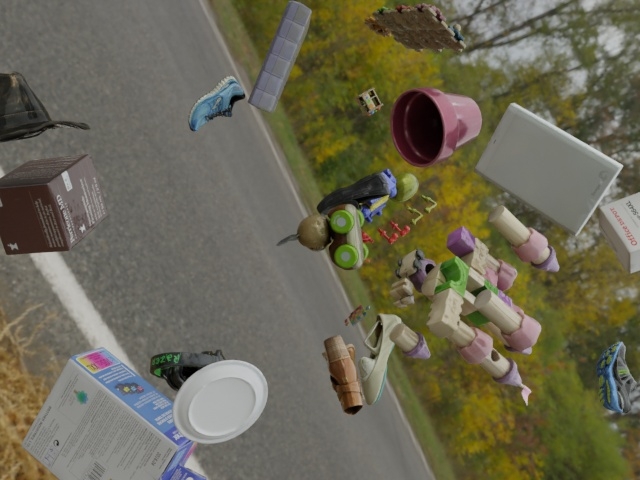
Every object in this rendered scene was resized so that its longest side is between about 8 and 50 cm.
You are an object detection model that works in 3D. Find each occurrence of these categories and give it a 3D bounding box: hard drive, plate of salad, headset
[{"bbox_3d":[0.558,-0.179,1.776,0.307,0.203,0.040,38,32,23],"label":"hard drive"},{"bbox_3d":[-0.203,0.322,1.438,0.048,0.200,0.200,45,-15,55],"label":"plate of salad"},{"bbox_3d":[-0.425,0.484,2.503,0.394,0.243,0.185,32,51,-54],"label":"headset"}]

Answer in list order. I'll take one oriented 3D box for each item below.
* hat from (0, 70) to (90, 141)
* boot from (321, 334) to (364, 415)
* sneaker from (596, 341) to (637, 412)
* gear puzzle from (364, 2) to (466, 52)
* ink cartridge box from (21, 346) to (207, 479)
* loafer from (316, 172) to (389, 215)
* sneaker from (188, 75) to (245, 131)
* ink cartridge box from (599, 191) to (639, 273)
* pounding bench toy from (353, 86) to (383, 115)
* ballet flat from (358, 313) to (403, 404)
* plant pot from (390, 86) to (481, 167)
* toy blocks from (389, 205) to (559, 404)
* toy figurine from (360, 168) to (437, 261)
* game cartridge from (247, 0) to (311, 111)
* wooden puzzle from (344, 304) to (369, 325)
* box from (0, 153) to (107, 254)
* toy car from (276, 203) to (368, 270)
[{"bbox_3d":[-0.628,-0.260,1.405,0.331,0.331,0.134,-75,157,-79],"label":"hat"},{"bbox_3d":[0.084,0.424,2.190,0.283,0.109,0.220,83,-10,-69],"label":"boot"},{"bbox_3d":[0.698,0.323,1.674,0.067,0.078,0.188,-55,-168,49],"label":"sneaker"},{"bbox_3d":[0.238,-0.568,1.888,0.175,0.044,0.339,33,-6,-34],"label":"gear puzzle"},{"bbox_3d":[-0.455,0.476,1.649,0.395,0.270,0.151,36,14,13],"label":"ink cartridge box"},{"bbox_3d":[0.094,-0.120,2.063,0.076,0.223,0.078,24,44,-68],"label":"loafer"},{"bbox_3d":[-0.244,-0.313,1.681,0.073,0.162,0.063,45,-6,7],"label":"sneaker"},{"bbox_3d":[0.751,-0.036,1.594,0.086,0.203,0.148,63,8,-49],"label":"ink cartridge box"},{"bbox_3d":[0.134,-0.394,2.053,0.065,0.052,0.083,60,-13,-10],"label":"pounding bench toy"},{"bbox_3d":[0.141,0.302,1.862,0.248,0.086,0.086,-69,152,-24],"label":"ballet flat"},{"bbox_3d":[0.311,-0.303,1.853,0.201,0.180,0.201,25,-57,46],"label":"plant pot"},{"bbox_3d":[0.327,0.145,1.423,0.260,0.309,0.288,39,46,-20],"label":"toy blocks"},{"bbox_3d":[0.214,-0.131,2.269,0.191,0.362,0.217,47,-20,23],"label":"toy figurine"},{"bbox_3d":[-0.089,-0.396,1.575,0.355,0.068,0.230,-106,-145,-80],"label":"game cartridge"},{"bbox_3d":[0.097,0.199,1.891,0.006,0.083,0.049,45,7,-26],"label":"wooden puzzle"},{"bbox_3d":[-0.629,-0.086,1.655,0.203,0.167,0.168,-69,153,-62],"label":"box"},{"bbox_3d":[0.000,0.000,1.612,0.155,0.188,0.149,-14,97,-76],"label":"toy car"}]
